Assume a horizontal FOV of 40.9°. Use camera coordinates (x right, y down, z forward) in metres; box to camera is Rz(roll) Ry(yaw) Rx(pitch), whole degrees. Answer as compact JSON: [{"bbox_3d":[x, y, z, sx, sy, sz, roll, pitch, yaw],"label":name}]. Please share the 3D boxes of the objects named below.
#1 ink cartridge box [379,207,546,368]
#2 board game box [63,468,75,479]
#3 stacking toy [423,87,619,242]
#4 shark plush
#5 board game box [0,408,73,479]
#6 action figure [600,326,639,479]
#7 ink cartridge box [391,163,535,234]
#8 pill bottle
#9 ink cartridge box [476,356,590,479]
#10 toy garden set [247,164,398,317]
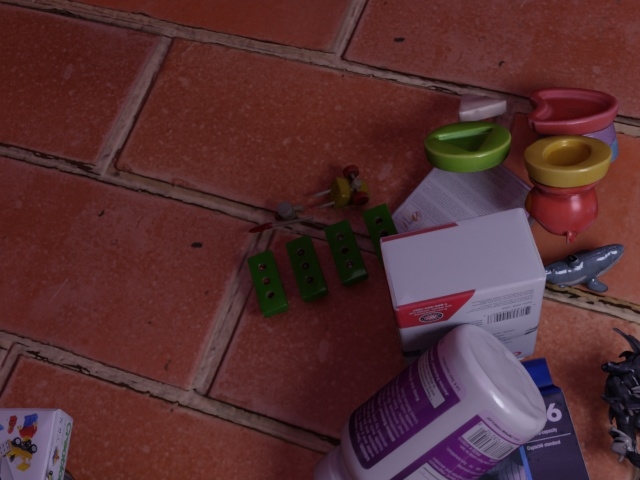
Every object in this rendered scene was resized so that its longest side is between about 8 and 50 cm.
[{"bbox_3d":[0.199,0.086,1.208,0.196,0.273,0.114,-12,60,3],"label":"ink cartridge box"},{"bbox_3d":[-0.434,0.499,1.063,0.356,0.356,0.356,-39,65,-11],"label":"board game box"},{"bbox_3d":[0.321,-0.124,1.341,0.279,0.131,0.309,5,32,24],"label":"stacking toy"},{"bbox_3d":[0.376,0.033,1.303,0.161,0.067,0.073,1,61,-5],"label":"shark plush"},{"bbox_3d":[-0.438,0.283,0.940,0.305,0.053,0.193,-1,62,7],"label":"board game box"},{"bbox_3d":[0.450,0.255,1.152,0.140,0.164,0.276,-6,70,35],"label":"action figure"},{"bbox_3d":[0.227,-0.032,1.395,0.181,0.056,0.225,43,96,24],"label":"ink cartridge box"},{"bbox_3d":[0.135,0.262,1.141,0.301,0.169,0.169,-43,62,21],"label":"pill bottle"},{"bbox_3d":[0.283,0.324,1.196,0.165,0.065,0.333,-14,62,3],"label":"ink cartridge box"},{"bbox_3d":[0.000,0.000,1.406,0.244,0.049,0.204,-21,59,5],"label":"toy garden set"}]
